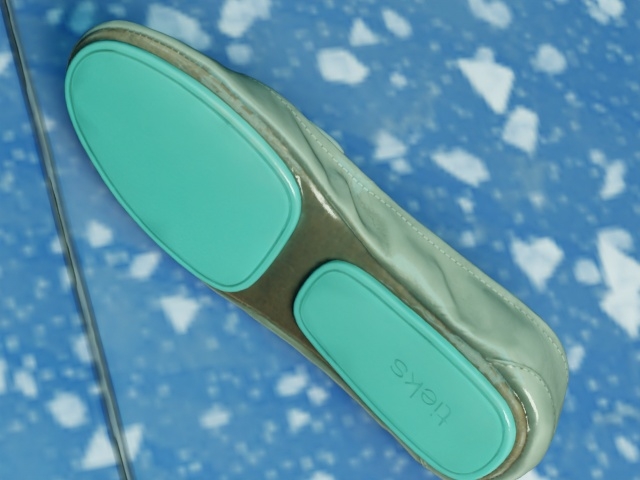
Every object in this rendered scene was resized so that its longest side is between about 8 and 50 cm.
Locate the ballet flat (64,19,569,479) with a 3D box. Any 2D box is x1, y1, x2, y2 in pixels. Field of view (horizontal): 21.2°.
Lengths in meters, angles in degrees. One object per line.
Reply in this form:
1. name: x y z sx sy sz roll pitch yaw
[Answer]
1. ballet flat: 0.000 0.000 0.600 0.213 0.072 0.068 43 34 3
